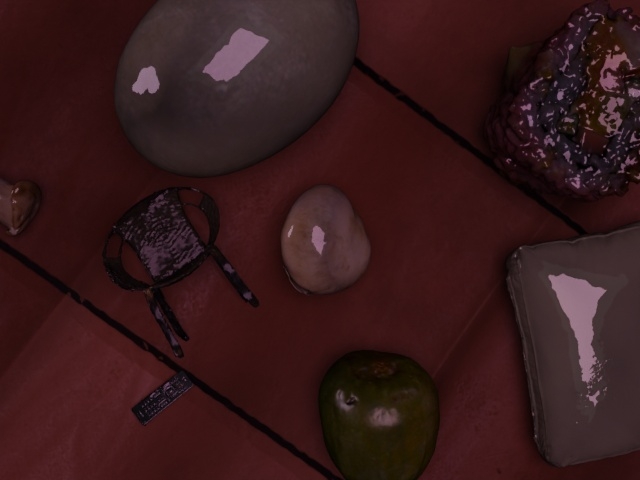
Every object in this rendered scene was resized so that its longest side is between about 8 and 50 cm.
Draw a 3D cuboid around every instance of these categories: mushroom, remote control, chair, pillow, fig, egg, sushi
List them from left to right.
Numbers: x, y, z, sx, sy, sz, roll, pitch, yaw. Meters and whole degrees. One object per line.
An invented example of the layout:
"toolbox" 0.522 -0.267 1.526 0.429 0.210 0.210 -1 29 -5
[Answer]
"mushroom" -0.485 -0.060 1.542 0.213 0.088 0.097 11 99 -12
"remote control" -0.221 0.220 1.610 0.091 0.016 0.034 -38 79 -4
"chair" -0.191 0.032 1.551 0.174 0.149 0.213 -34 90 -3
"egg" -0.107 -0.233 1.495 0.352 0.258 0.258 -42 95 2
"mushroom" 0.000 0.000 1.579 0.154 0.122 0.154 -4 96 -50
"fig" 0.081 0.267 1.573 0.167 0.167 0.233 0 85 -6
"sushi" 0.353 -0.191 1.589 0.237 0.171 0.270 31 86 -5
"pillow" 0.404 0.144 1.622 0.255 0.120 0.322 -10 92 -6
